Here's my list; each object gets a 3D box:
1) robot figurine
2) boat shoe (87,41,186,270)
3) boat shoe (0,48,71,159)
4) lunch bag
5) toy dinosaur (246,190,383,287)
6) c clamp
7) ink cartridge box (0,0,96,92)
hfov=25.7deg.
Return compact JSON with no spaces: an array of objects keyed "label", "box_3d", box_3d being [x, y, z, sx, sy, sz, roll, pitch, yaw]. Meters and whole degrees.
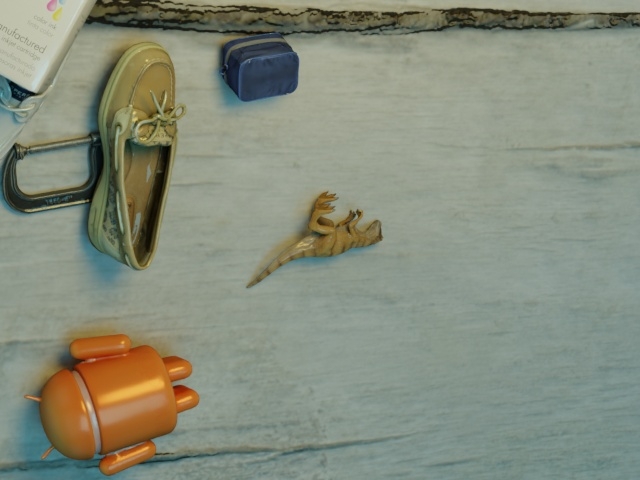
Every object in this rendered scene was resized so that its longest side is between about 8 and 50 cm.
[{"label":"robot figurine","box_3d":[-0.275,0.212,1.851,0.219,0.128,0.158,-16,137,-21]},{"label":"boat shoe","box_3d":[-0.220,-0.104,1.759,0.104,0.089,0.285,-10,119,-40]},{"label":"boat shoe","box_3d":[-0.367,-0.190,1.667,0.095,0.084,0.258,21,99,-31]},{"label":"lunch bag","box_3d":[-0.083,-0.225,1.805,0.098,0.065,0.067,-11,130,-23]},{"label":"toy dinosaur","box_3d":[0.000,0.000,1.936,0.211,0.064,0.112,-15,117,-20]},{"label":"c clamp","box_3d":[-0.326,-0.103,1.763,0.160,0.022,0.137,-17,122,-21]},{"label":"ink cartridge box","box_3d":[-0.316,-0.365,1.555,0.207,0.119,0.353,29,91,-8]}]
